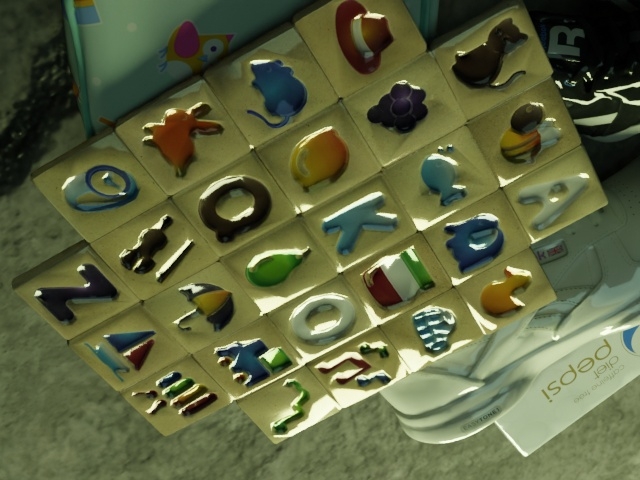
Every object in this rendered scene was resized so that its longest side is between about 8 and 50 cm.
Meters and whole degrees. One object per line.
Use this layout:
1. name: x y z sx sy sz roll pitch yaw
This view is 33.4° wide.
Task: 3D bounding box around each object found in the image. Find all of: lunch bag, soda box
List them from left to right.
1. lunch bag: -0.036 -0.165 0.604 0.223 0.108 0.279 -7 128 -11
2. soda box: 0.222 0.074 0.861 0.216 0.069 0.074 -37 122 5

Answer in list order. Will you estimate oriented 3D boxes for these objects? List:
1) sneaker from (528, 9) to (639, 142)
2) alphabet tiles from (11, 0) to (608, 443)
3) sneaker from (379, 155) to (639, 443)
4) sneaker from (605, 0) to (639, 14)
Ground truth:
1. sneaker: 0.198 -0.118 0.674 0.121 0.217 0.079 11 72 -25
2. alphabet tiles: 0.000 0.000 0.664 0.342 0.011 0.285 -29 128 9
3. sneaker: 0.155 0.017 0.781 0.305 0.114 0.152 -39 113 1
4. sneaker: 0.300 -0.246 0.700 0.162 0.106 0.281 29 117 -34
